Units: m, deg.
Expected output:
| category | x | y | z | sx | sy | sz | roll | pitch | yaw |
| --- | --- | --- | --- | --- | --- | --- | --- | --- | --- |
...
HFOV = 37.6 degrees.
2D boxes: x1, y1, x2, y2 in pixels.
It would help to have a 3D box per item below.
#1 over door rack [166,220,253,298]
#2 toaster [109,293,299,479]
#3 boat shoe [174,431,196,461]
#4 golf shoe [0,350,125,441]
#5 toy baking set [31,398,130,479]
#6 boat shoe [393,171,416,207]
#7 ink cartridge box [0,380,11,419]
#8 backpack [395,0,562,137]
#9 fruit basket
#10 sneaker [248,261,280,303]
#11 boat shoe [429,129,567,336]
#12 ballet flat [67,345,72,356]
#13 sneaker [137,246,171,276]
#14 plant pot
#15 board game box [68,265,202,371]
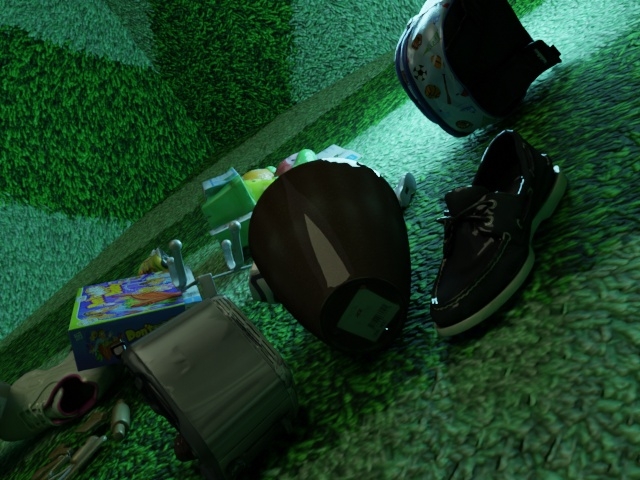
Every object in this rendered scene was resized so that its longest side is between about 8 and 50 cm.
| category | x | y | z | sx | sy | sz | roll | pitch | yaw |
| --- | --- | --- | --- | --- | --- | --- | --- | --- | --- |
| over door rack | -0.124 | 0.020 | 1.601 | 0.239 | 0.108 | 0.324 | -18 | 8 | -17 |
| toaster | -0.129 | 0.166 | 1.114 | 0.146 | 0.129 | 0.227 | -35 | 57 | -19 |
| boat shoe | -0.147 | 0.215 | 1.248 | 0.073 | 0.073 | 0.207 | -30 | 15 | 17 |
| golf shoe | -0.516 | 0.304 | 1.788 | 0.306 | 0.115 | 0.140 | -35 | 17 | 14 |
| toy baking set | -0.381 | 0.345 | 1.502 | 0.196 | 0.030 | 0.256 | -41 | 14 | -6 |
| boat shoe | 0.137 | -0.082 | 1.605 | 0.035 | 0.035 | 0.100 | -25 | 25 | 31 |
| ink cartridge box | -0.681 | 0.372 | 1.797 | 0.193 | 0.088 | 0.235 | -7 | 65 | 62 |
| backpack | 0.253 | -0.319 | 1.656 | 0.213 | 0.276 | 0.263 | -31 | 21 | 42 |
| fruit basket | -0.100 | -0.126 | 2.062 | 0.353 | 0.165 | 0.327 | -34 | 14 | -2 |
| sneaker | 0.000 | 0.000 | 1.414 | 0.153 | 0.094 | 0.235 | 12 | 53 | 14 |
| boat shoe | 0.194 | -0.025 | 1.111 | 0.127 | 0.113 | 0.340 | -21 | 21 | 47 |
| ballet flat | -0.499 | 0.208 | 2.122 | 0.096 | 0.095 | 0.280 | -26 | 25 | 4 |
| sneaker | -0.411 | 0.077 | 2.356 | 0.094 | 0.081 | 0.208 | -48 | 10 | -15 |
| plant pot | 0.030 | 0.037 | 1.186 | 0.215 | 0.215 | 0.230 | -35 | 28 | 6 |
| board game box | -0.343 | 0.138 | 1.778 | 0.233 | 0.078 | 0.347 | -12 | 11 | -10 |
